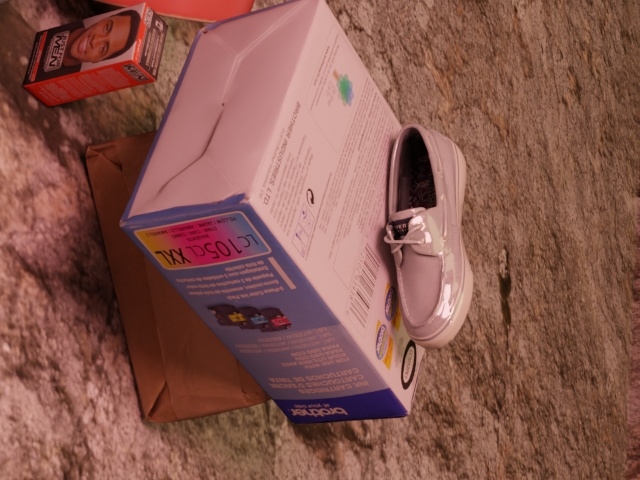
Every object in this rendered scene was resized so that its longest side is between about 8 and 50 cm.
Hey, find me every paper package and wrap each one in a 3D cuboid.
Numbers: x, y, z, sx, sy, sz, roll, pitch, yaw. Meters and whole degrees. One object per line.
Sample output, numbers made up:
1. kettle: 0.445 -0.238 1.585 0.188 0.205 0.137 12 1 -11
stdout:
1. paper package: -0.081 0.014 1.547 0.325 0.168 0.309 -21 101 -61

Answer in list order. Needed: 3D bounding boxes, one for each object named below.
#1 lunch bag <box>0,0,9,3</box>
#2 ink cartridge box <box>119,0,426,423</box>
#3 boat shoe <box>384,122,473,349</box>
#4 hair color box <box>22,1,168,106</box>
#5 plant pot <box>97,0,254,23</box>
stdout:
1. lunch bag: -0.272 -0.364 1.255 0.160 0.223 0.262 -38 112 -49
2. ink cartridge box: 0.000 0.000 1.371 0.395 0.151 0.270 53 41 -38
3. boat shoe: 0.094 -0.009 1.326 0.081 0.079 0.227 31 52 -43
4. hair color box: -0.224 -0.184 1.374 0.043 0.141 0.072 43 47 -48
5. plant pot: -0.148 -0.361 1.423 0.275 0.275 0.243 -14 118 -60
